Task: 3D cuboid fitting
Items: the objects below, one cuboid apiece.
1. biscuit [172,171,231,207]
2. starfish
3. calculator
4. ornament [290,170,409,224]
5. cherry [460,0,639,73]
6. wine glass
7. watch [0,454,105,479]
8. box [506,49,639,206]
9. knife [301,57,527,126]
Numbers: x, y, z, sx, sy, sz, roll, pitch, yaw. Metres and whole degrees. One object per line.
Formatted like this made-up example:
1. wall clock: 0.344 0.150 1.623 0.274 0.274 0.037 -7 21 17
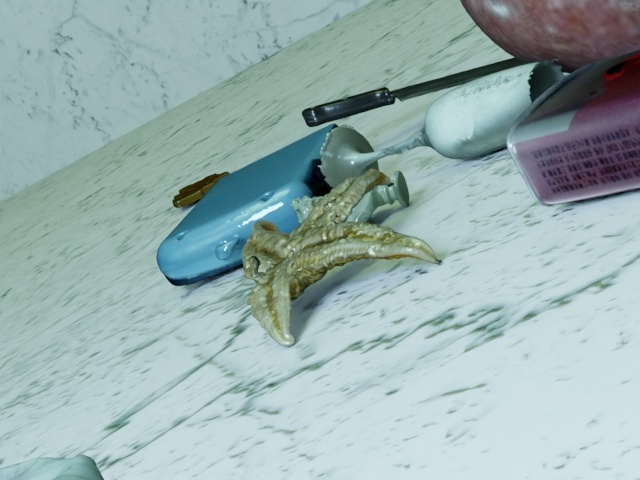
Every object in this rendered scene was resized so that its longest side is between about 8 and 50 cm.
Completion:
1. biscuit: -0.152 -0.060 2.001 0.082 0.016 0.092 -18 17 30
2. starfish: 0.000 -0.002 1.203 0.138 0.050 0.247 -31 21 4
3. calculator: -0.054 -0.037 1.546 0.173 0.051 0.293 -24 12 18
4. ornament: 0.028 -0.027 1.327 0.092 0.041 0.068 -22 15 -9
5. cherry: 0.235 -0.253 1.325 0.261 0.221 0.307 -46 21 15
6. wine glass: 0.106 -0.095 1.353 0.262 0.074 0.074 -17 17 49
7. watch: -0.177 0.180 0.718 0.253 0.162 0.241 -23 1 24
8. box: 0.228 -0.084 0.982 0.120 0.069 0.224 -37 14 -30
9. knife: 0.101 -0.152 1.617 0.245 0.019 0.072 -16 11 1
